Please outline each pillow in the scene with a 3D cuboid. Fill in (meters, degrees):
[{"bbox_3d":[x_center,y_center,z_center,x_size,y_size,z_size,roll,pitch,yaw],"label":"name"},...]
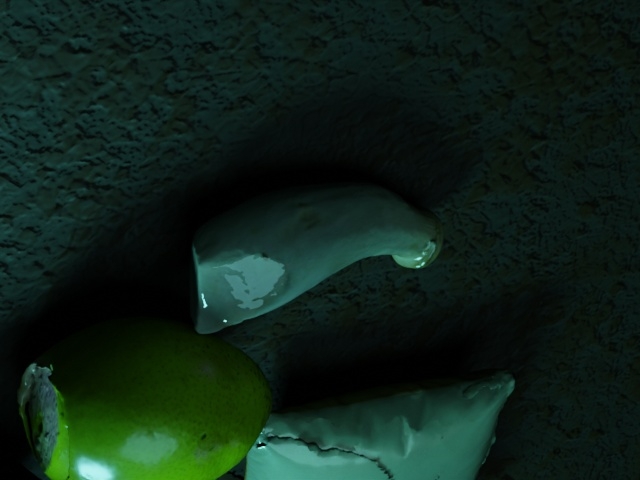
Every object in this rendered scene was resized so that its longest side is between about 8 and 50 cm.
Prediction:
[{"bbox_3d":[0.048,0.269,1.596,0.312,0.119,0.310,-10,136,-22],"label":"pillow"}]

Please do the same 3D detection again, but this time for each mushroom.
[{"bbox_3d":[0.000,0.000,1.345,0.270,0.103,0.118,-14,134,-25],"label":"mushroom"}]

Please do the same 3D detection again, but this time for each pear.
[{"bbox_3d":[-0.154,0.156,1.339,0.220,0.187,0.187,-1,129,-33],"label":"pear"}]

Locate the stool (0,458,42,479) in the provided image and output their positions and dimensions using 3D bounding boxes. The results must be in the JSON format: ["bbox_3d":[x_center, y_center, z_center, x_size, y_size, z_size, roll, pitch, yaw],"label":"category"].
[{"bbox_3d":[-0.339,0.307,1.350,0.141,0.232,0.232,16,119,-35],"label":"stool"}]
